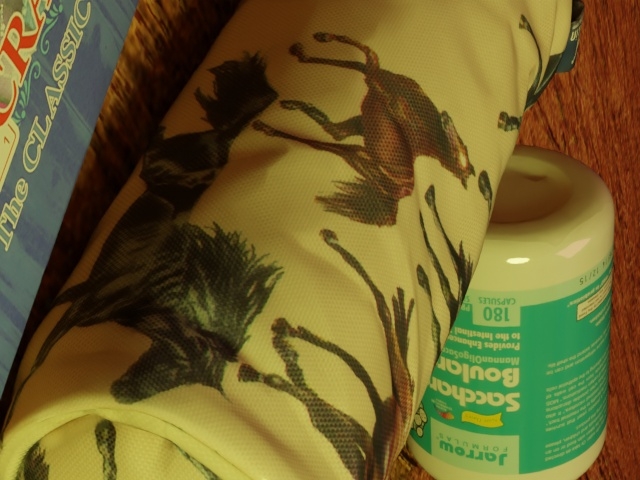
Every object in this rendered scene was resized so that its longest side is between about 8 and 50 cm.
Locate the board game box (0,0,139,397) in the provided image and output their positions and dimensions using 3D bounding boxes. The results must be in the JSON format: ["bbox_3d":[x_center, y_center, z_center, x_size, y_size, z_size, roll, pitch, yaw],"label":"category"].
[{"bbox_3d":[-0.153,-0.068,0.460,0.318,0.066,0.318,59,42,-61],"label":"board game box"}]

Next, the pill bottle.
[{"bbox_3d":[0.128,0.077,1.219,0.146,0.146,0.264,-56,148,-52],"label":"pill bottle"}]

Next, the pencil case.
[{"bbox_3d":[0.000,0.000,0.794,0.183,0.160,0.410,64,36,-35],"label":"pencil case"}]
